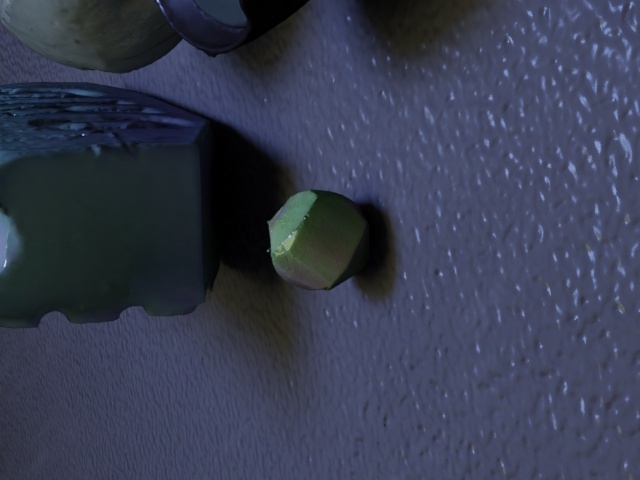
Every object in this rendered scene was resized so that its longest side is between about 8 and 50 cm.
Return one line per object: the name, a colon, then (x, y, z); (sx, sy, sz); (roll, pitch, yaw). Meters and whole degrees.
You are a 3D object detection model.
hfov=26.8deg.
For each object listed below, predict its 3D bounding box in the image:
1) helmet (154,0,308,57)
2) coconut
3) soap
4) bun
helmet: (-0.020, -0.277, 0.895); (0.225, 0.177, 0.305); (59, 155, 24)
coconut: (0.000, 0.000, 1.011); (0.083, 0.081, 0.082); (-54, 23, 27)
soap: (-0.243, -0.054, 1.284); (0.446, 0.261, 0.156); (-153, 62, -61)
bun: (-0.162, -0.316, 1.147); (0.359, 0.210, 0.360); (-175, 90, -71)
